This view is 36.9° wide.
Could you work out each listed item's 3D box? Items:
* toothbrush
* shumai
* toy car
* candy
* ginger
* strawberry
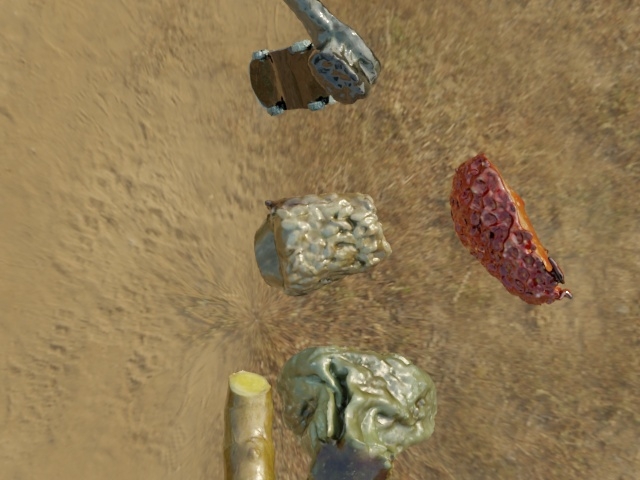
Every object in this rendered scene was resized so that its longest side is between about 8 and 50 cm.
[{"bbox_3d":[-0.067,-0.177,0.467,0.297,0.030,0.030,46,46,-27],"label":"toothbrush"},{"bbox_3d":[0.056,0.283,1.372,0.225,0.261,0.221,-25,56,33],"label":"shumai"},{"bbox_3d":[-0.037,-0.228,1.339,0.056,0.205,0.095,-24,105,-27],"label":"toy car"},{"bbox_3d":[0.000,0.000,0.826,0.110,0.095,0.085,-13,87,-15],"label":"candy"},{"bbox_3d":[-0.072,0.283,1.026,0.065,0.118,0.298,6,61,-18],"label":"ginger"},{"bbox_3d":[0.187,-0.006,1.012,0.082,0.121,0.188,-30,57,14],"label":"strawberry"}]
